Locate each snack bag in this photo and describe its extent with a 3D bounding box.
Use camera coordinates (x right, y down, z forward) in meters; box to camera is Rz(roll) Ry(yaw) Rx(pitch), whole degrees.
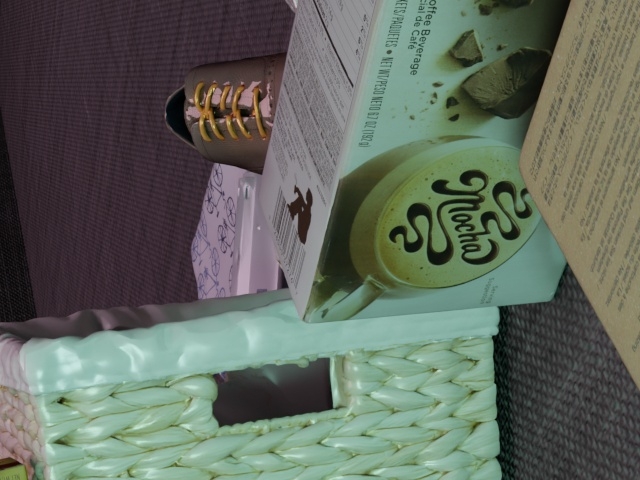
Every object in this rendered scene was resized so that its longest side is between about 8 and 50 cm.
[{"bbox_3d":[-0.070,0.064,1.587,0.323,0.037,0.342,114,147,-55],"label":"snack bag"}]

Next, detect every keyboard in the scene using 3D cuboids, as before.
[{"bbox_3d":[-0.060,0.060,1.456,0.072,0.014,0.256,-2,83,48],"label":"keyboard"}]

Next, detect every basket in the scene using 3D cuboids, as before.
[{"bbox_3d":[-0.068,0.171,1.136,0.331,0.328,0.266,179,84,-71],"label":"basket"}]

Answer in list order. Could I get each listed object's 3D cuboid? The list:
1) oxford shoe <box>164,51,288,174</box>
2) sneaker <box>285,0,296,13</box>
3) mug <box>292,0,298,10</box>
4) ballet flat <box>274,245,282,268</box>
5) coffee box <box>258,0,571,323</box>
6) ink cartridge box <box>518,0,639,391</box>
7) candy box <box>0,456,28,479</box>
[{"bbox_3d":[-0.039,-0.096,1.295,0.364,0.133,0.129,-174,81,-72],"label":"oxford shoe"},{"bbox_3d":[-0.029,-0.335,1.256,0.321,0.127,0.126,65,174,-17],"label":"sneaker"},{"bbox_3d":[0.032,-0.178,1.078,0.157,0.097,0.129,95,153,-52],"label":"mug"},{"bbox_3d":[0.000,0.000,1.300,0.203,0.074,0.074,172,93,-72],"label":"ballet flat"},{"bbox_3d":[0.077,-0.099,0.879,0.297,0.168,0.118,104,154,-43],"label":"coffee box"},{"bbox_3d":[0.184,-0.059,0.685,0.234,0.088,0.193,104,154,-42],"label":"ink cartridge box"},{"bbox_3d":[-0.223,0.238,0.963,0.053,0.109,0.186,179,81,-68],"label":"candy box"}]
